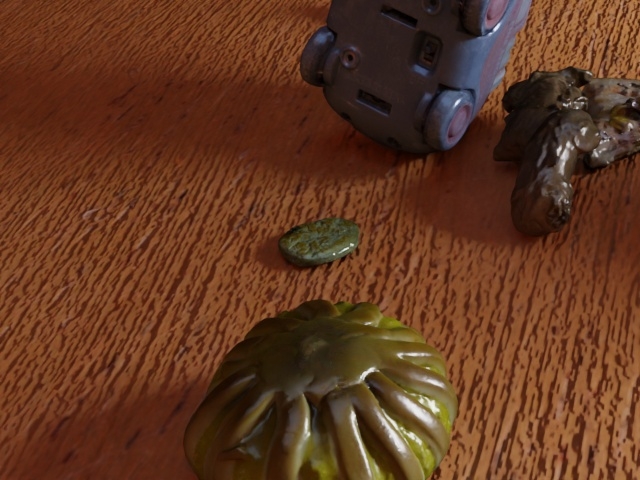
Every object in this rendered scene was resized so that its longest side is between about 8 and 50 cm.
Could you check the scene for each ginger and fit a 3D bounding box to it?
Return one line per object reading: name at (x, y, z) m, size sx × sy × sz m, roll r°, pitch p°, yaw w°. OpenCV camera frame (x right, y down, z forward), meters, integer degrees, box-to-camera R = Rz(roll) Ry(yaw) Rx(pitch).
ginger at (0.235, -0.108, 1.214) m, size 0.122 × 0.084 × 0.290 m, roll -16°, pitch 28°, yaw 17°

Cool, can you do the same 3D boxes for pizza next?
pizza at (0.341, -0.135, 1.283) m, size 0.185 × 0.052 × 0.195 m, roll 14°, pitch 37°, yaw 35°

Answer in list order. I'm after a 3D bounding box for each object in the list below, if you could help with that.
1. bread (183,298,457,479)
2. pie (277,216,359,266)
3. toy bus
bread at (0.003, 0.122, 0.869) m, size 0.213 × 0.104 × 0.213 m, roll -2°, pitch 31°, yaw 1°
pie at (0.000, 0.000, 1.148) m, size 0.085 × 0.017 × 0.085 m, roll -5°, pitch 30°, yaw 3°
toy bus at (0.131, -0.250, 1.290) m, size 0.197 × 0.294 × 0.232 m, roll 29°, pitch 32°, yaw 24°
